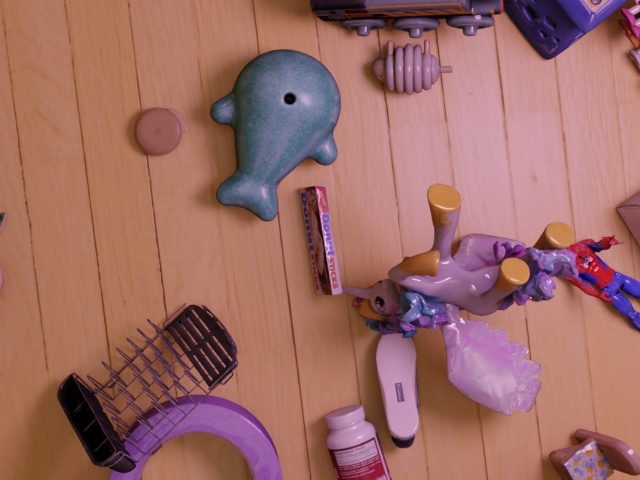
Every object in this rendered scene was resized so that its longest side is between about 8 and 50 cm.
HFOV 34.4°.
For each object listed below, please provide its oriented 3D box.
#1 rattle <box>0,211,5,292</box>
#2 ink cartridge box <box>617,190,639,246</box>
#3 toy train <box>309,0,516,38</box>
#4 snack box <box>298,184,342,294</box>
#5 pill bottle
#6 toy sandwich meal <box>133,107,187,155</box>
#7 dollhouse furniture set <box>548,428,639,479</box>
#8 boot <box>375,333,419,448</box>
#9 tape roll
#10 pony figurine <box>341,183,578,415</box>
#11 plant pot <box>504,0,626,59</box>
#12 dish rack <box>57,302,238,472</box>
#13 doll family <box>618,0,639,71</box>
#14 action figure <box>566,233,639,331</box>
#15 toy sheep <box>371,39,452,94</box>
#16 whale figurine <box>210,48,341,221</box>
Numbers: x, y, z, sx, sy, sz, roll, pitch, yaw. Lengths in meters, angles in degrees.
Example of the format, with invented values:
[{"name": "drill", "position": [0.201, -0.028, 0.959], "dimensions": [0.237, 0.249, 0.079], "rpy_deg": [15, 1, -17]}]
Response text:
[{"name": "rattle", "position": [-0.557, 0.053, 1.643], "dimensions": [0.130, 0.143, 0.200], "rpy_deg": [-3, 56, 0]}, {"name": "ink cartridge box", "position": [0.673, -0.048, 1.725], "dimensions": [0.283, 0.117, 0.207], "rpy_deg": [-33, 95, -5]}, {"name": "toy train", "position": [0.136, -0.393, 1.592], "dimensions": [0.333, 0.190, 0.142], "rpy_deg": [3, 93, 17]}, {"name": "snack box", "position": [0.000, 0.000, 1.679], "dimensions": [0.022, 0.064, 0.178], "rpy_deg": [-10, 93, -25]}, {"name": "pill bottle", "position": [0.060, 0.350, 1.686], "dimensions": [0.086, 0.086, 0.152], "rpy_deg": [-17, 93, -5]}, {"name": "toy sandwich meal", "position": [-0.260, -0.178, 1.667], "dimensions": [0.085, 0.029, 0.086], "rpy_deg": [0, 96, -3]}, {"name": "dollhouse furniture set", "position": [0.441, 0.571, 1.618], "dimensions": [0.362, 0.256, 0.394], "rpy_deg": [-37, 100, -15]}, {"name": "boot", "position": [0.126, 0.244, 1.705], "dimensions": [0.069, 0.086, 0.190], "rpy_deg": [-1, 64, 2]}, {"name": "tape roll", "position": [-0.198, 0.391, 1.658], "dimensions": [0.274, 0.090, 0.275], "rpy_deg": [0, 92, -7]}, {"name": "pony figurine", "position": [0.235, 0.074, 1.587], "dimensions": [0.350, 0.363, 0.303], "rpy_deg": [16, 63, -11]}, {"name": "plant pot", "position": [0.406, -0.458, 1.638], "dimensions": [0.236, 0.212, 0.236], "rpy_deg": [-40, 95, -3]}, {"name": "dish rack", "position": [-0.261, 0.213, 1.597], "dimensions": [0.271, 0.208, 0.074], "rpy_deg": [-43, 134, -4]}, {"name": "doll family", "position": [0.578, -0.363, 1.683], "dimensions": [0.163, 0.118, 0.263], "rpy_deg": [-31, 135, 10]}, {"name": "action figure", "position": [0.504, 0.079, 1.705], "dimensions": [0.280, 0.139, 0.091], "rpy_deg": [36, 86, -3]}, {"name": "toy sheep", "position": [0.148, -0.280, 1.679], "dimensions": [0.132, 0.091, 0.091], "rpy_deg": [1, 92, 11]}, {"name": "whale figurine", "position": [-0.072, -0.169, 1.628], "dimensions": [0.216, 0.141, 0.272], "rpy_deg": [23, 88, -7]}]
